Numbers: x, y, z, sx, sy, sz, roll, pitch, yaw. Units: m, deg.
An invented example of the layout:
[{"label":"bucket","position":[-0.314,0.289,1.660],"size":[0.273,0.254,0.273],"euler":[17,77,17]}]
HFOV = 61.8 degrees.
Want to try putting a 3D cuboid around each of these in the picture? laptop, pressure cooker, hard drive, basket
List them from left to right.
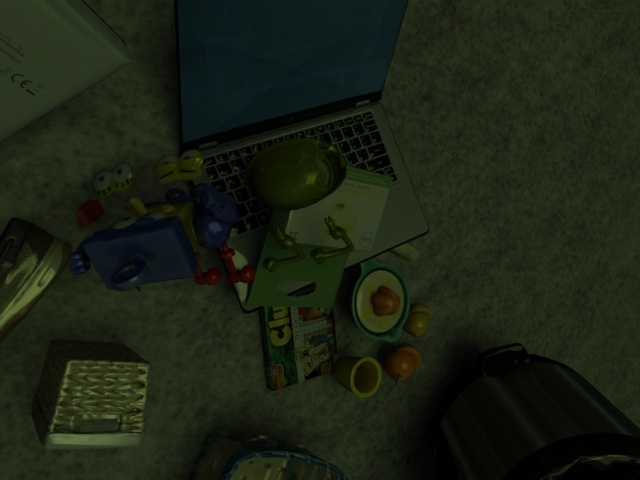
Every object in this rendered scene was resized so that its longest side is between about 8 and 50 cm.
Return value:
[{"label":"hard drive","position":[-0.378,-0.161,0.505],"size":[0.319,0.040,0.210],"euler":[-27,156,9]},{"label":"basket","position":[-0.295,0.190,0.687],"size":[0.113,0.167,0.103],"euler":[11,83,-33]},{"label":"basket","position":[-0.066,0.406,0.774],"size":[0.255,0.289,0.201],"euler":[27,86,-34]},{"label":"laptop","position":[0.015,-0.155,0.785],"size":[0.382,0.236,0.407],"euler":[-22,92,-27]},{"label":"pressure cooker","position":[0.416,0.429,1.021],"size":[0.376,0.420,0.369],"euler":[25,102,-10]}]

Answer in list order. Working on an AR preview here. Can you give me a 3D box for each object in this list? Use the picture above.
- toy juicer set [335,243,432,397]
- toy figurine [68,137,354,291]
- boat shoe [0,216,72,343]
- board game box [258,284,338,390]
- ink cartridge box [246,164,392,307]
[{"label":"toy juicer set","position":[0.134,0.109,0.969],"size":[0.209,0.090,0.328],"euler":[5,86,-34]},{"label":"toy figurine","position":[-0.149,0.012,0.622],"size":[0.363,0.217,0.191],"euler":[-8,113,12]},{"label":"boat shoe","position":[-0.423,0.097,0.636],"size":[0.092,0.103,0.285],"euler":[43,70,-23]},{"label":"board game box","position":[-0.040,0.114,0.913],"size":[0.136,0.030,0.259],"euler":[-11,101,-28]},{"label":"ink cartridge box","position":[0.000,0.000,0.793],"size":[0.171,0.056,0.234],"euler":[7,102,-38]}]
